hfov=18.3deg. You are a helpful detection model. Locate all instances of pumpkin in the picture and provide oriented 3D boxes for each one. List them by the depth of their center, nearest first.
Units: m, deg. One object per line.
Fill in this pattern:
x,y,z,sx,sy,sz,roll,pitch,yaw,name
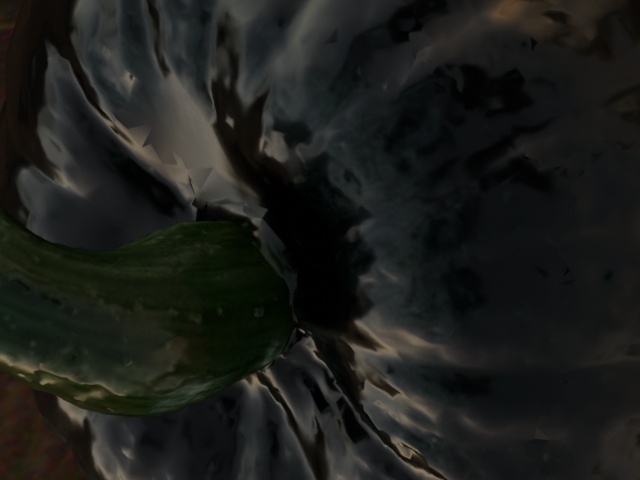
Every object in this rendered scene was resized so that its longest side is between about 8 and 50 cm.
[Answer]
0.000,0.000,0.510,0.248,0.248,0.248,7,111,19,pumpkin
